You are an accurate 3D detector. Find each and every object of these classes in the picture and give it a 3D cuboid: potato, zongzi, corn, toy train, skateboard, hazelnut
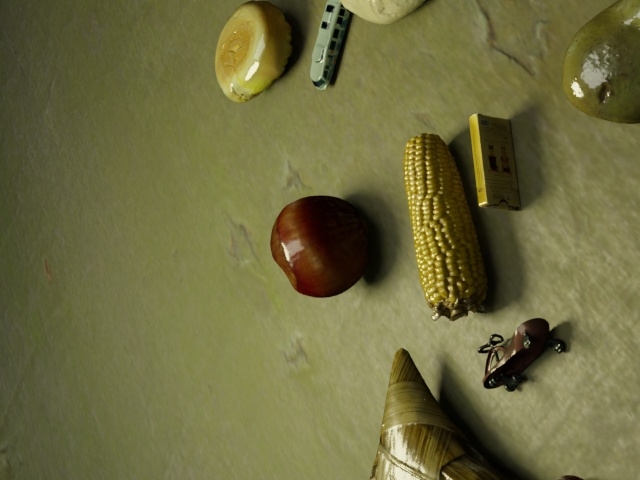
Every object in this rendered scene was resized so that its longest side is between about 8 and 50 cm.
[{"bbox_3d":[0.406,-0.248,1.333,0.157,0.157,0.194,49,122,43],"label":"potato"},{"bbox_3d":[0.196,0.309,1.571,0.286,0.134,0.288,-5,75,46],"label":"zongzi"},{"bbox_3d":[0.194,-0.026,1.624,0.106,0.106,0.305,-31,59,47],"label":"corn"},{"bbox_3d":[0.020,-0.385,1.931,0.043,0.047,0.207,30,109,51],"label":"toy train"},{"bbox_3d":[0.283,0.163,1.523,0.151,0.067,0.080,-53,38,40],"label":"skateboard"},{"bbox_3d":[0.000,0.000,1.826,0.204,0.178,0.178,-92,24,-64],"label":"hazelnut"}]

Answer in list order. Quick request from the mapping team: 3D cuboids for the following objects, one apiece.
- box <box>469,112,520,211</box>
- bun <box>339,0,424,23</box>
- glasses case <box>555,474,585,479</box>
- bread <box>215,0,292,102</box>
[{"bbox_3d":[0.264,-0.117,1.562,0.020,0.073,0.149,-20,69,51],"label":"box"},{"bbox_3d":[0.102,-0.515,1.759,0.287,0.146,0.287,-10,78,56],"label":"bun"},{"bbox_3d":[0.380,0.378,1.354,0.194,0.073,0.049,35,108,49],"label":"glasses case"},{"bbox_3d":[-0.133,-0.383,2.082,0.213,0.105,0.213,-11,77,55],"label":"bread"}]
